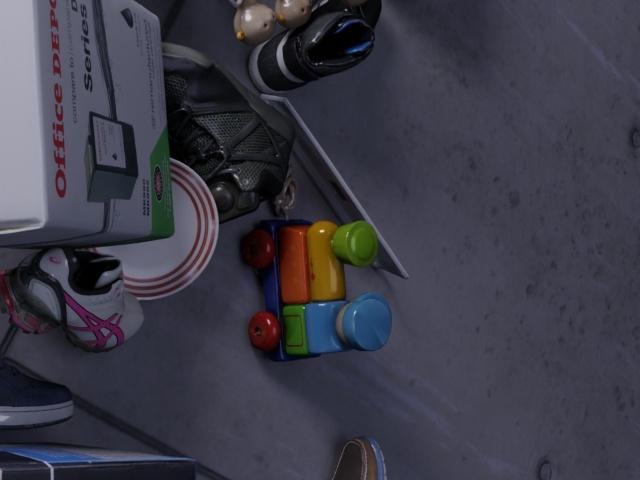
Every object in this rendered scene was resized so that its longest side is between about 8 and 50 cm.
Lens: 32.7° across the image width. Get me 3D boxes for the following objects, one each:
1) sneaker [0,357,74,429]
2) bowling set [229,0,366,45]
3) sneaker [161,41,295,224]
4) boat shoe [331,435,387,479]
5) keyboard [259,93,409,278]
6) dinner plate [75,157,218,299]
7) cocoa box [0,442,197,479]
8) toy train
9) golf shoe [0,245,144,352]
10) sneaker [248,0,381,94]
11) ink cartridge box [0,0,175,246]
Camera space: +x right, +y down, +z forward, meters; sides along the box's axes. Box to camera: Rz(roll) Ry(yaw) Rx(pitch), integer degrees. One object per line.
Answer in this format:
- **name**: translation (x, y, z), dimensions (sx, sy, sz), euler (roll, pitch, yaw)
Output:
- **sneaker**: translation (-0.296, 0.070, 0.895), dimensions (0.226, 0.086, 0.163), euler (14, 79, -39)
- **bowling set**: translation (0.021, -0.293, 1.087), dimensions (0.287, 0.200, 0.154), euler (-64, 144, -52)
- **sneaker**: translation (-0.115, -0.101, 1.066), dimensions (0.227, 0.087, 0.130), euler (34, 46, -40)
- **boat shoe**: translation (0.022, 0.299, 1.173), dimensions (0.066, 0.066, 0.183), euler (21, 72, -38)
- **keyboard**: translation (0.017, -0.057, 1.204), dimensions (0.014, 0.072, 0.256), euler (-44, 115, -18)
- **dinner plate**: translation (-0.167, -0.013, 1.042), dimensions (0.141, 0.017, 0.141), euler (-3, 99, -19)
- **cocoa box**: translation (-0.249, 0.329, 0.811), dimensions (0.228, 0.231, 0.347), euler (8, 80, -42)
- **toy train**: translation (0.000, 0.000, 1.132), dimensions (0.105, 0.143, 0.248), euler (-2, 87, -43)
- **golf shoe**: translation (-0.197, 0.051, 0.952), dimensions (0.067, 0.086, 0.186), euler (65, 13, 19)
- **sneaker**: translation (0.031, -0.228, 1.200), dimensions (0.217, 0.121, 0.079), euler (-43, 114, -36)
- **ink cartridge box**: translation (-0.219, -0.101, 0.862), dimensions (0.289, 0.122, 0.211), euler (2, 83, -81)
